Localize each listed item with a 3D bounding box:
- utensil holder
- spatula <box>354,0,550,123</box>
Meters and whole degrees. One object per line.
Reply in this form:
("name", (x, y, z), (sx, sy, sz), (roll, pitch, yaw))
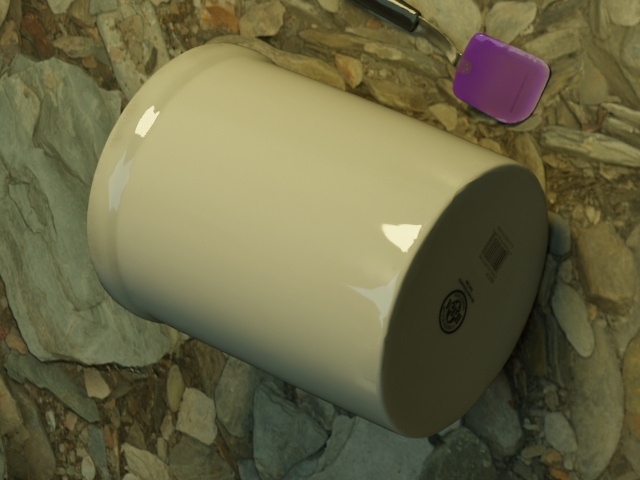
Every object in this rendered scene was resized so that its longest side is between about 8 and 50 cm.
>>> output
("utensil holder", (0.000, 0.000, 1.754), (0.385, 0.327, 0.328), (25, 115, 32))
("spatula", (0.117, -0.225, 1.796), (0.296, 0.030, 0.084), (37, 123, 28))
